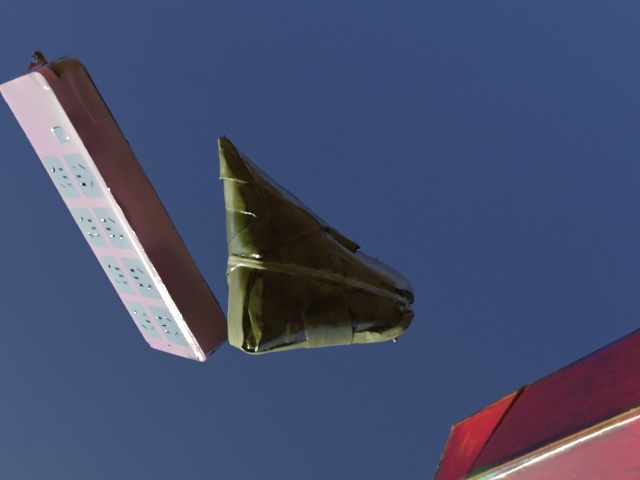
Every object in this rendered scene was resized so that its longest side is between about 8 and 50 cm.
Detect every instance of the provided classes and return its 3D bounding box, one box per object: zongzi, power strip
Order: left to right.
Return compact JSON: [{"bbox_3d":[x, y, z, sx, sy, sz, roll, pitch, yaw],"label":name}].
[{"bbox_3d":[-0.162,-0.020,0.669,0.037,0.109,0.278,-38,-67,-29],"label":"power strip"},{"bbox_3d":[0.000,0.000,0.463,0.109,0.055,0.119,-2,-98,-21],"label":"zongzi"}]

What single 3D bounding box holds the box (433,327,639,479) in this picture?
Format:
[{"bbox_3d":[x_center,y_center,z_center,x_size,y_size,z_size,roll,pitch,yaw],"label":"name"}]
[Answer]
[{"bbox_3d":[0.242,0.159,0.553,0.197,0.313,0.089,38,-133,-7],"label":"box"}]
